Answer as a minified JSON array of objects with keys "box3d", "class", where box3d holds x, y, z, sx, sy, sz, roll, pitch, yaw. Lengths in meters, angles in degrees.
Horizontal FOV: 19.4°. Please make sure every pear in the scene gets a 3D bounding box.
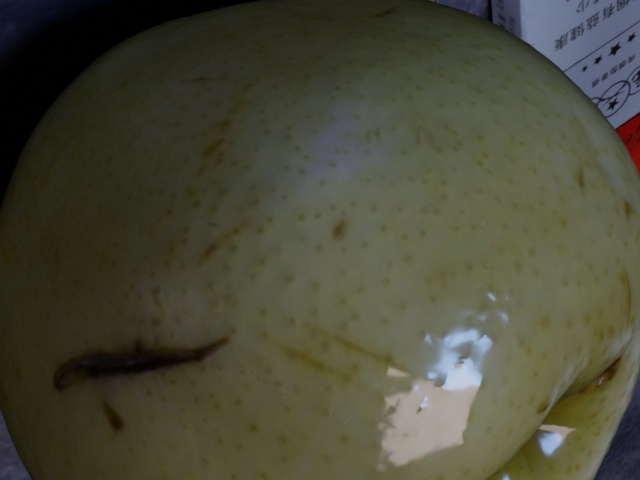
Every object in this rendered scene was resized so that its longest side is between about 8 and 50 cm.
[{"box3d":[-0.003,0.029,0.858,0.309,0.309,0.309,-30,145,-23],"class":"pear"}]

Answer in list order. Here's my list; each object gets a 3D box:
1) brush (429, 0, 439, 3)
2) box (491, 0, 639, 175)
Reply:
[{"box3d":[0.000,0.000,1.052,0.070,0.065,0.327,-8,124,-36],"class":"brush"},{"box3d":[0.166,-0.108,1.126,0.139,0.035,0.245,-35,147,-16],"class":"box"}]
